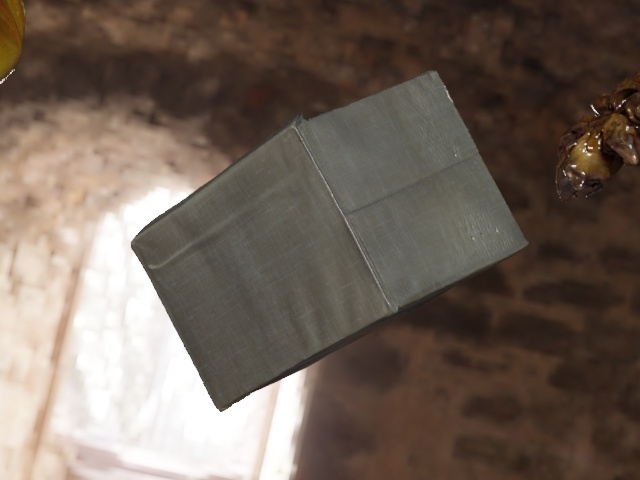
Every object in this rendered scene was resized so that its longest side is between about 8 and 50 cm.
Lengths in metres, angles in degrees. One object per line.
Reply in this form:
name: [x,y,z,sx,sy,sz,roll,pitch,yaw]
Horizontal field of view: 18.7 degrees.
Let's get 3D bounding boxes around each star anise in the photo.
star anise: [0.285,-0.108,1.620,0.234,0.177,0.073,-19,-69,44]

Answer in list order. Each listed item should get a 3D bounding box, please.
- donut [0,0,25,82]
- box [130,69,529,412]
donut: [-0.420,-0.254,1.744,0.360,0.360,0.170,19,-47,-41]
box: [0.000,0.000,1.405,0.149,0.155,0.231,-24,-6,-41]
